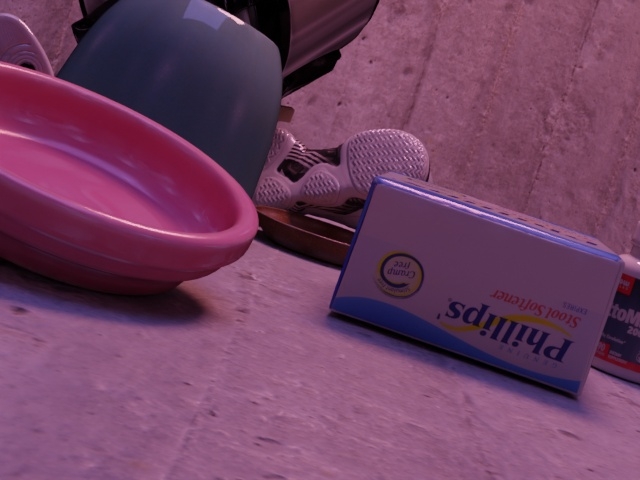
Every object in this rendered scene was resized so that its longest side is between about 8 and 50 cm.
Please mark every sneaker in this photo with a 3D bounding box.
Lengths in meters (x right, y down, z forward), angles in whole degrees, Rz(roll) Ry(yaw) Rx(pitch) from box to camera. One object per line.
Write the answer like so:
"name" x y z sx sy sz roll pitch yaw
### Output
"sneaker" 0.014 -0.065 1.868 0.366 0.137 0.210 -1 -25 26
"sneaker" -0.306 -0.121 1.275 0.079 0.216 0.121 -22 15 -20

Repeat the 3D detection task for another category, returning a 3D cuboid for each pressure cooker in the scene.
"pressure cooker" -0.154 -0.376 1.837 0.376 0.369 0.420 35 44 16

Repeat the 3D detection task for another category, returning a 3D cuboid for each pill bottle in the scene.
"pill bottle" 0.386 0.073 1.493 0.108 0.180 0.108 18 6 -2

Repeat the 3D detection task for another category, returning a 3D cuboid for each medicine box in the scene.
"medicine box" 0.168 0.035 1.363 0.264 0.149 0.289 19 6 5

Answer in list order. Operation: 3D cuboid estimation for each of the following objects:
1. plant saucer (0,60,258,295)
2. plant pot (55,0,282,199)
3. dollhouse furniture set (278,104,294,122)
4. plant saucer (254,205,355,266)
"plant saucer" -0.218 -0.052 1.089 0.332 0.084 0.332 25 16 -8
"plant pot" -0.182 -0.174 1.547 0.293 0.235 0.293 26 -1 0
"dollhouse furniture set" -0.201 -0.194 2.121 0.152 0.201 0.374 15 13 -25
"plant saucer" 0.000 0.000 1.693 0.199 0.036 0.198 18 6 -2
